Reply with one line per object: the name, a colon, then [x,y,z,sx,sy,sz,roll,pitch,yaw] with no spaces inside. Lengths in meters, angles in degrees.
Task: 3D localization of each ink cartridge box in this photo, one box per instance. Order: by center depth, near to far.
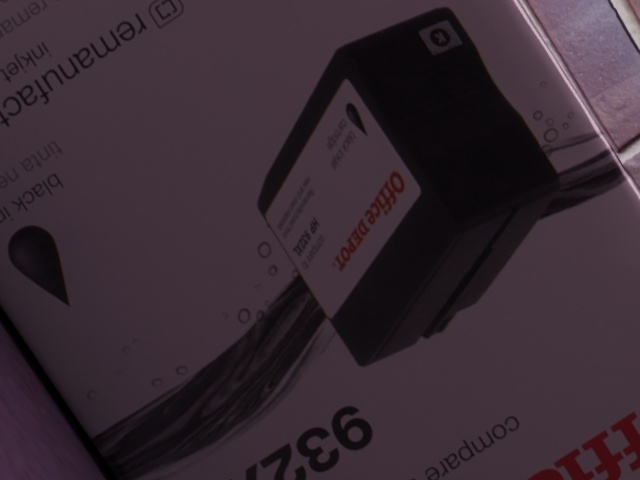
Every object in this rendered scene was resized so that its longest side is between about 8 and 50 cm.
ink cartridge box: [0.000,0.000,0.552,0.307,0.223,0.129,57,1,-4]
